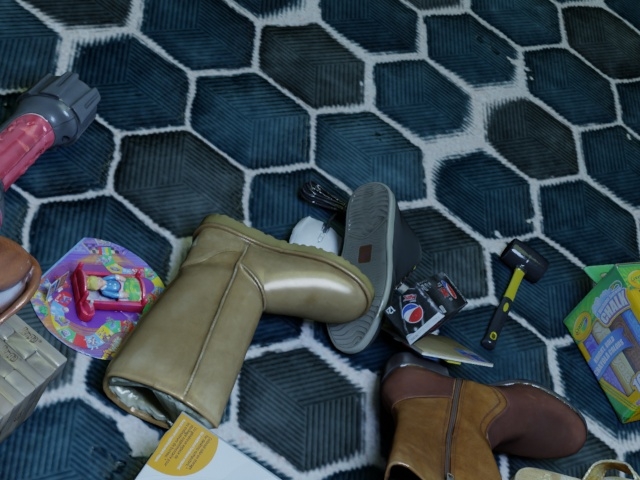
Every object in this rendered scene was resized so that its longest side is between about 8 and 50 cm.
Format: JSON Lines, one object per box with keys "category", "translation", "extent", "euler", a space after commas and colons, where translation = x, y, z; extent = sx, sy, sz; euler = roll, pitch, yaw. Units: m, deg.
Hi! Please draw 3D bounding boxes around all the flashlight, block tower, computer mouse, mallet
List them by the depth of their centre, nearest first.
{"category": "block tower", "translation": [-0.385, 0.198, 1.464], "extent": [0.091, 0.097, 0.335], "euler": [40, 44, 6]}
{"category": "flashlight", "translation": [-0.346, -0.088, 1.734], "extent": [0.103, 0.103, 0.304], "euler": [35, 43, 1]}
{"category": "computer mouse", "translation": [0.000, 0.000, 1.921], "extent": [0.106, 0.042, 0.193], "euler": [33, 42, -4]}
{"category": "mallet", "translation": [0.254, 0.078, 2.023], "extent": [0.062, 0.039, 0.189], "euler": [30, 47, -10]}

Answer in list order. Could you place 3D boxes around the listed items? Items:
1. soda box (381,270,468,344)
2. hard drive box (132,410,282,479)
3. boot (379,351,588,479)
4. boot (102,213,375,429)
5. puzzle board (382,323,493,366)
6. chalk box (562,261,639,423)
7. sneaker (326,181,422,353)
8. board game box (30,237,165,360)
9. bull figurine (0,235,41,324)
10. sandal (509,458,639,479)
{"category": "soda box", "translation": [0.127, 0.080, 1.861], "extent": [0.053, 0.060, 0.169], "euler": [50, 14, 8]}
{"category": "hard drive box", "translation": [-0.098, 0.312, 1.546], "extent": [0.232, 0.089, 0.181], "euler": [35, 43, -2]}
{"category": "boot", "translation": [0.192, 0.230, 1.715], "extent": [0.264, 0.096, 0.280], "euler": [26, 17, -9]}
{"category": "boot", "translation": [-0.085, 0.111, 1.726], "extent": [0.236, 0.089, 0.269], "euler": [19, 45, 5]}
{"category": "puzzle board", "translation": [0.138, 0.128, 1.862], "extent": [0.096, 0.011, 0.128], "euler": [13, 7, -23]}
{"category": "chalk box", "translation": [0.422, 0.110, 2.025], "extent": [0.132, 0.132, 0.213], "euler": [-5, 56, -36]}
{"category": "sneaker", "translation": [0.076, 0.050, 1.899], "extent": [0.118, 0.083, 0.222], "euler": [45, 51, -51]}
{"category": "board game box", "translation": [-0.238, 0.056, 1.726], "extent": [0.133, 0.033, 0.168], "euler": [38, 43, 3]}
{"category": "bull figurine", "translation": [-0.436, 0.021, 1.518], "extent": [0.310, 0.101, 0.188], "euler": [13, 40, 9]}
{"category": "sandal", "translation": [0.343, 0.299, 1.844], "extent": [0.240, 0.079, 0.088], "euler": [11, 48, -25]}
